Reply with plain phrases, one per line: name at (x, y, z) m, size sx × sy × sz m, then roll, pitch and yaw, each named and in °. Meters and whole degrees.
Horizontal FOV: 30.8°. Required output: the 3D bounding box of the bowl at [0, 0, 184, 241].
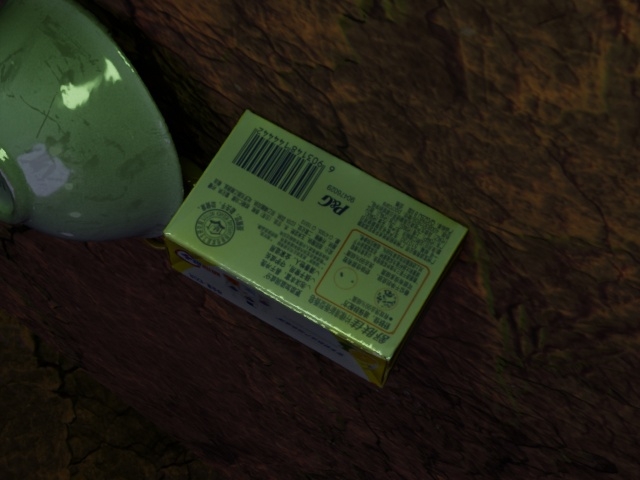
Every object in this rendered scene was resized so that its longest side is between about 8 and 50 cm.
bowl at (-0.304, -0.101, 1.246) m, size 0.313 × 0.146 × 0.313 m, roll 34°, pitch 145°, yaw 29°

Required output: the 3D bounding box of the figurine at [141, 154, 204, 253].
figurine at (-0.144, -0.034, 1.332) m, size 0.176 × 0.122 × 0.121 m, roll 17°, pitch -172°, yaw 21°

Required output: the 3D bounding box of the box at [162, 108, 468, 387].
box at (-0.007, 0.008, 1.173) m, size 0.265 × 0.168 × 0.097 m, roll 27°, pitch 161°, yaw 10°
